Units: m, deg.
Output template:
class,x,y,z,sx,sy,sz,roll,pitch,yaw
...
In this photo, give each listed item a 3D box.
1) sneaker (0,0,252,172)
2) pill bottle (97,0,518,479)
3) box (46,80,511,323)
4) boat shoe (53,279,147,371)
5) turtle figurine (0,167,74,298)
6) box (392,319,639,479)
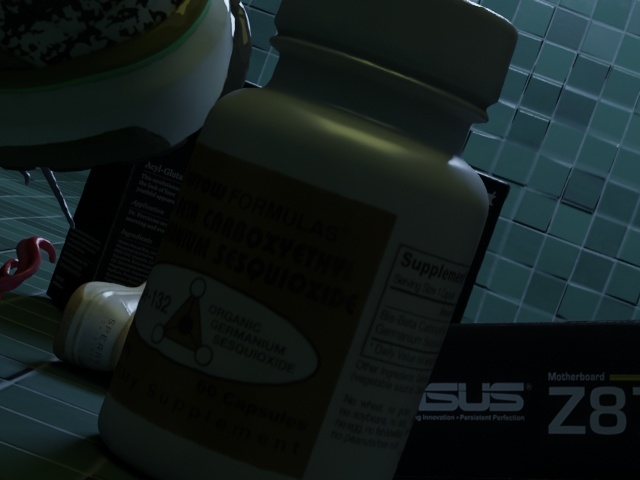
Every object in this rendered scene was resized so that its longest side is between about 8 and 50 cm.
class,x,y,z,sx,sy,sz,roll,pitch,yaw
sneaker,-0.242,-0.132,0.748,0.410,0.182,0.158,-7,42,-2
pill bottle,0.000,0.000,0.725,0.131,0.229,0.131,20,2,-1
box,-0.027,-0.001,1.134,0.261,0.184,0.103,20,2,-23
boat shoe,-0.084,0.054,0.937,0.059,0.063,0.170,24,12,20
turtle figurine,-0.231,-0.026,0.846,0.234,0.175,0.118,41,-32,32
box,0.254,0.092,0.977,0.394,0.097,0.318,-2,-5,17
